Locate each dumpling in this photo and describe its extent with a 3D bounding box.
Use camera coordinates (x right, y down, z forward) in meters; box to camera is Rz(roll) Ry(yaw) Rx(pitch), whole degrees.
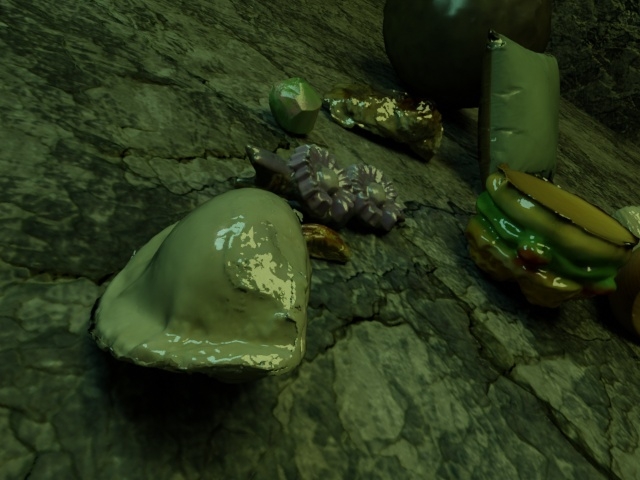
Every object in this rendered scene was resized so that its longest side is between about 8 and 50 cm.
[{"bbox_3d":[-0.092,0.037,0.460,0.172,0.142,0.247,-10,25,-7],"label":"dumpling"}]

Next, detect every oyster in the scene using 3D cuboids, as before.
[{"bbox_3d":[0.125,-0.237,1.080,0.232,0.107,0.161,28,39,-2],"label":"oyster"}]

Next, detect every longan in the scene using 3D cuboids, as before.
[{"bbox_3d":[0.336,-0.492,1.356,0.391,0.391,0.391,23,31,-15],"label":"longan"}]

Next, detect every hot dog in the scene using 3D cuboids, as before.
[{"bbox_3d":[0.000,0.000,0.677,0.090,0.034,0.030,13,35,-28],"label":"hot dog"}]

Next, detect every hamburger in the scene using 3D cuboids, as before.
[{"bbox_3d":[0.316,0.005,0.849,0.237,0.149,0.237,23,23,-10],"label":"hamburger"}]

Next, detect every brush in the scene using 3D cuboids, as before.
[{"bbox_3d":[0.570,0.077,0.970,0.266,0.174,0.166,31,20,-18],"label":"brush"}]

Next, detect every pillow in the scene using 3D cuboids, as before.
[{"bbox_3d":[0.398,-0.236,1.171,0.119,0.310,0.312,9,13,38],"label":"pillow"}]

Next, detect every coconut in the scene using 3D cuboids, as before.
[{"bbox_3d":[-0.040,-0.210,0.906,0.082,0.081,0.083,17,40,0],"label":"coconut"}]

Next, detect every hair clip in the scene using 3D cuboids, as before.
[{"bbox_3d":[0.021,-0.059,0.755,0.292,0.084,0.106,9,55,-42],"label":"hair clip"}]
